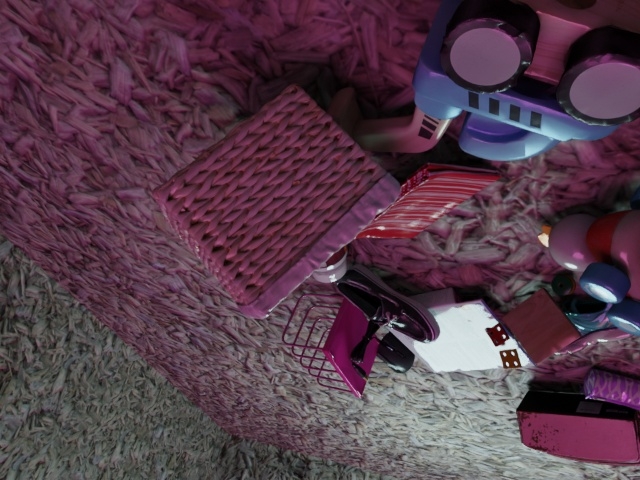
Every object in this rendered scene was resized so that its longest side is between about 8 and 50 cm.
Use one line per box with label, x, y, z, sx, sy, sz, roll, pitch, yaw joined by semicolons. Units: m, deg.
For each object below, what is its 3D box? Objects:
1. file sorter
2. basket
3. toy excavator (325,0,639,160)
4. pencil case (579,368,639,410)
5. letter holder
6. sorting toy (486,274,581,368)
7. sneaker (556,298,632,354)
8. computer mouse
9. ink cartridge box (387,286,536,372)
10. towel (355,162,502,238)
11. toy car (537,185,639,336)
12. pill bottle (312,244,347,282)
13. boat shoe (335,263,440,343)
file sorter;0.035;0.324;1.571;0.183;0.202;0.290;2;140;32
basket;-0.089;-0.060;0.925;0.266;0.331;0.328;50;166;-4
toy excavator;0.214;-0.222;0.770;0.434;0.222;0.445;20;153;7
pencil case;0.823;0.412;1.345;0.206;0.088;0.086;11;132;14
letter holder;0.760;0.577;1.455;0.302;0.152;0.214;-8;93;36
sorting toy;0.520;0.205;1.178;0.046;0.132;0.274;-4;144;-40
sneaker;0.610;0.189;1.186;0.110;0.107;0.275;49;136;-3
computer mouse;0.205;0.369;1.542;0.060;0.184;0.262;11;149;52
ink cartridge box;0.382;0.259;1.407;0.330;0.071;0.324;-19;127;39
towel;0.204;-0.070;1.015;0.199;0.031;0.275;-1;156;-32
toy car;0.531;0.022;0.947;0.210;0.219;0.238;41;170;-25
pill bottle;0.000;0.000;1.229;0.121;0.121;0.221;7;142;22
boat shoe;0.173;0.182;1.315;0.301;0.102;0.108;39;130;10
